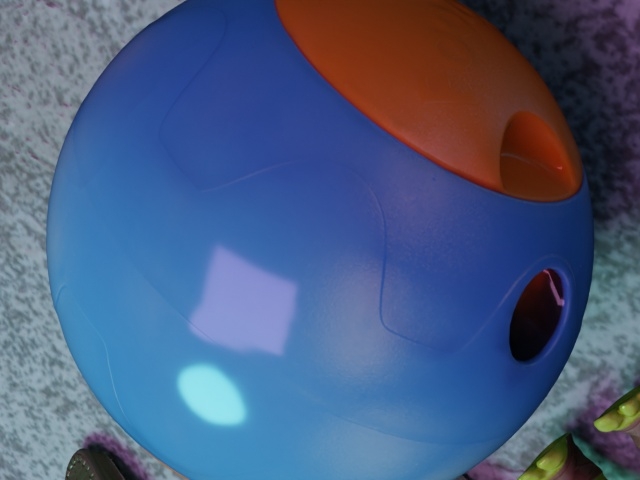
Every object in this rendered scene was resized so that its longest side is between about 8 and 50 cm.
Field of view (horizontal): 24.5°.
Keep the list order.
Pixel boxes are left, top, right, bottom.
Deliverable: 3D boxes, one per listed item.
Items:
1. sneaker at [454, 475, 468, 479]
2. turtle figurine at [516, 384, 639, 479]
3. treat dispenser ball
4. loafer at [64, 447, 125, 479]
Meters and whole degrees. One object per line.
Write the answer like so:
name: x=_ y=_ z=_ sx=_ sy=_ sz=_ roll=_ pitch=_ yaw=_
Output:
sneaker: x=0.077 y=0.204 z=0.983 sx=0.152 sy=0.058 sz=0.085 roll=46 pitch=124 yaw=12
turtle figurine: x=0.230 y=0.189 z=0.857 sx=0.217 sy=0.087 sz=0.269 roll=55 pitch=139 yaw=8
treat dispenser ball: x=0.000 y=0.000 z=0.784 sx=0.288 sy=0.288 sz=0.288 roll=15 pitch=120 yaw=27
loafer: x=-0.151 y=0.227 z=1.158 sx=0.056 sy=0.050 sz=0.148 roll=-44 pitch=70 yaw=36
